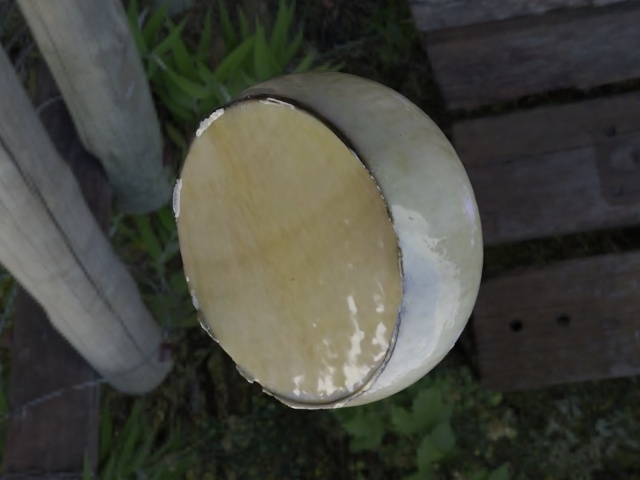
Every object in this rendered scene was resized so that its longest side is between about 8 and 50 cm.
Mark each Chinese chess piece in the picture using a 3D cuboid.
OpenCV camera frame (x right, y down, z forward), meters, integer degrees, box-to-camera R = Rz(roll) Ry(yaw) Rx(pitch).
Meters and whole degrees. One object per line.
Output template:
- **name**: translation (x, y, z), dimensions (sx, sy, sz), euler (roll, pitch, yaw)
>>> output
- **Chinese chess piece**: translation (0.000, 0.000, 0.786), dimensions (0.104, 0.257, 0.257), euler (-18, 173, -43)
